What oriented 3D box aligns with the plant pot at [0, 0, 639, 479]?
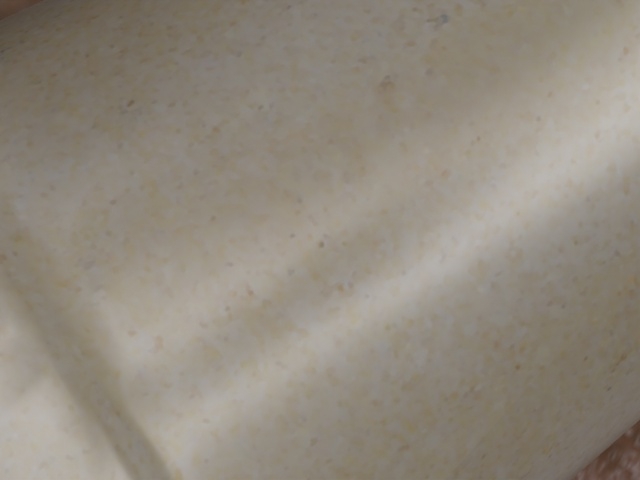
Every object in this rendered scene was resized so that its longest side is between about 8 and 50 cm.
[{"bbox_3d":[0.000,0.000,0.708,0.305,0.334,0.334,-34,75,-3],"label":"plant pot"}]
